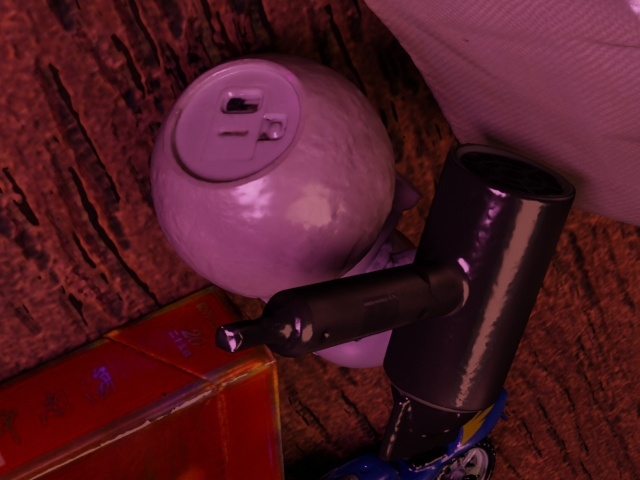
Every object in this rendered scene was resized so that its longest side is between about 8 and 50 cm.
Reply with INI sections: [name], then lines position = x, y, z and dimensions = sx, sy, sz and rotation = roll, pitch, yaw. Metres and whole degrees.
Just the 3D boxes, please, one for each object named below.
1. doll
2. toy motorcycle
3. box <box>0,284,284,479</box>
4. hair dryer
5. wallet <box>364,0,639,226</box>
[doll]
position = 0.000, 0.000, 0.855
dimensions = 0.151, 0.151, 0.287
rotation = -39, 147, -1
[toy motorcycle]
position = 0.042, 0.229, 1.163
dimensions = 0.315, 0.113, 0.169
rotation = -30, 135, -28
[box]
position = -0.179, 0.177, 0.926
dimensions = 0.313, 0.089, 0.197
rotation = -24, 139, -20
[hair dryer]
position = 0.027, 0.054, 0.746
dimensions = 0.248, 0.078, 0.195
rotation = -8, 122, -46
[wallet]
position = 0.138, -0.095, 0.747
dimensions = 0.068, 0.275, 0.335
rotation = -58, 143, -13
